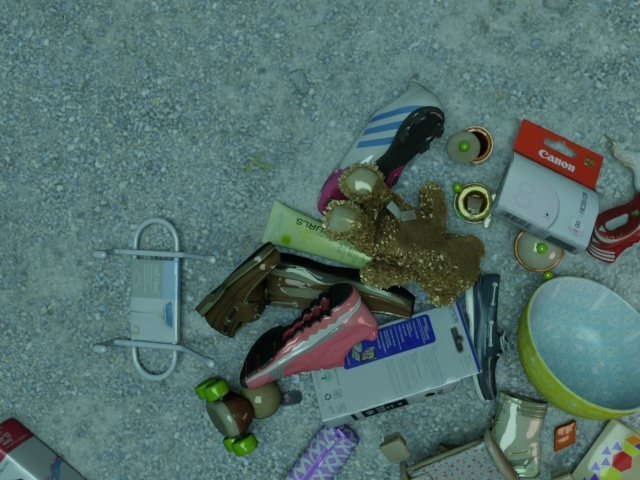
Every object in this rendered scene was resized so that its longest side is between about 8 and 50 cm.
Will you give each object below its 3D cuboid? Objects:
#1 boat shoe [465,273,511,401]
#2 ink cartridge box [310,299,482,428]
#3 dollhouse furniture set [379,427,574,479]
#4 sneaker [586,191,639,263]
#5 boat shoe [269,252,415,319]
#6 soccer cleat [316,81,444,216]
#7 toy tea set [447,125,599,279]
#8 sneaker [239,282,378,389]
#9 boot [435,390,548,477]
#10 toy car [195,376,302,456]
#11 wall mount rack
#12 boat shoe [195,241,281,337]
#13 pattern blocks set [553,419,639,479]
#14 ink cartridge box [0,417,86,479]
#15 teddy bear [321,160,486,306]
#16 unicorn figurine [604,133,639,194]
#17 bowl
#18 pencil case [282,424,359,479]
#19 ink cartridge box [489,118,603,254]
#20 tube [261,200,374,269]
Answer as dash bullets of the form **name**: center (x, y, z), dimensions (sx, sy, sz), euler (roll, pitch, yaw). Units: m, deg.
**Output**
- **boat shoe**: center (0.338, 0.193, 1.638), dimensions (0.079, 0.095, 0.255), euler (-6, 81, 14)
- **ink cartridge box**: center (0.147, 0.249, 1.643), dimensions (0.332, 0.065, 0.165), euler (-18, 59, 9)
- **dollhouse furniture set**: center (0.328, 0.491, 1.538), dimensions (0.303, 0.174, 0.356), euler (-28, 113, 19)
- **sneaker**: center (0.613, -0.029, 1.600), dimensions (0.221, 0.128, 0.087), euler (-14, 63, -12)
- **boat shoe**: center (0.029, 0.116, 1.666), dimensions (0.323, 0.122, 0.120), euler (14, 100, 14)
- **soccer cleat**: center (0.115, -0.178, 1.649), dimensions (0.116, 0.143, 0.331), euler (30, 119, -36)
- **toy tea set**: center (0.377, -0.082, 1.601), dimensions (0.336, 0.124, 0.200), euler (34, 96, 4)
- **sneaker**: center (-0.022, 0.219, 1.591), dimensions (0.314, 0.116, 0.136), euler (-36, 111, 19)
- **boot**: center (0.346, 0.383, 1.654), dimensions (0.213, 0.077, 0.165), euler (8, 94, 1)
- **toy car**: center (-0.137, 0.330, 1.706), dimensions (0.188, 0.149, 0.155), euler (-28, 93, -21)
- **wall mount rack**: center (-0.323, 0.130, 1.677), dimensions (0.304, 0.130, 0.350), euler (2, 94, 20)
- **boat shoe**: center (-0.140, 0.102, 1.622), dimensions (0.104, 0.307, 0.110), euler (49, 54, 0)
- **pattern blocks set**: center (0.601, 0.455, 1.650), dimensions (0.285, 0.026, 0.325), euler (42, 97, 3)
- **ink cartridge box**: center (-0.641, 0.571, 1.757), dimensions (0.306, 0.131, 0.226), euler (38, 96, 5)
- **teddy bear**: center (0.154, -0.010, 1.585), dimensions (0.338, 0.113, 0.245), euler (15, 71, -23)
- **unicorn figurine**: center (0.633, -0.145, 1.600), dimensions (0.111, 0.060, 0.162), euler (-12, 91, 7)
- **bowl**: center (0.489, 0.229, 1.572), dimensions (0.289, 0.289, 0.156), euler (33, 139, 4)
- **pencil case**: center (-0.003, 0.464, 1.694), dimensions (0.086, 0.088, 0.206), euler (34, 97, 3)
- **ink cartridge box**: center (0.444, -0.114, 1.560), dimensions (0.189, 0.066, 0.232), euler (25, 71, -3)
- **tube**: center (0.000, 0.000, 1.688), dimensions (0.240, 0.062, 0.070), euler (20, 55, 10)
